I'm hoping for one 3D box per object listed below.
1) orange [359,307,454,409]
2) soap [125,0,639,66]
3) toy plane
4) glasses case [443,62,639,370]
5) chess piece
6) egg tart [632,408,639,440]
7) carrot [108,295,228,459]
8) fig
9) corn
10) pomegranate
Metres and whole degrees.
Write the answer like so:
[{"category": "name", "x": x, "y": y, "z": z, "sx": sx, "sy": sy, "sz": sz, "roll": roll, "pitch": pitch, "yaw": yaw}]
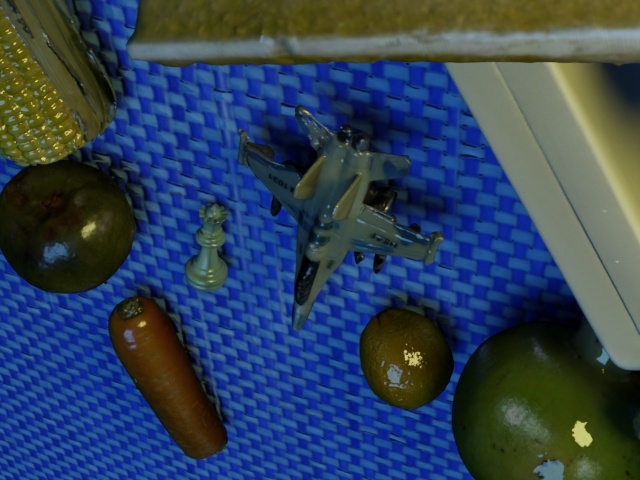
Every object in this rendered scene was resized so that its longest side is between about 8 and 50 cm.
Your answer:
[{"category": "orange", "x": 0.076, "y": 0.105, "z": 1.084, "sx": 0.085, "sy": 0.085, "sz": 0.095, "roll": -15, "pitch": 103, "yaw": 40}, {"category": "soap", "x": 0.080, "y": -0.213, "z": 0.604, "sx": 0.335, "sy": 0.293, "sz": 0.156, "roll": 5, "pitch": 130, "yaw": 28}, {"category": "toy plane", "x": 0.006, "y": -0.008, "z": 1.020, "sx": 0.192, "sy": 0.088, "sz": 0.262, "roll": 29, "pitch": 150, "yaw": 10}, {"category": "glasses case", "x": 0.187, "y": -0.060, "z": 0.814, "sx": 0.070, "sy": 0.131, "sz": 0.312, "roll": -11, "pitch": 125, "yaw": 37}, {"category": "chess piece", "x": -0.104, "y": 0.002, "z": 1.123, "sx": 0.042, "sy": 0.042, "sz": 0.093, "roll": 21, "pitch": 131, "yaw": 11}, {"category": "egg tart", "x": 0.372, "y": 0.136, "z": 0.839, "sx": 0.291, "sy": 0.107, "sz": 0.291, "roll": -3, "pitch": 158, "yaw": -1}, {"category": "carrot", "x": -0.165, "y": 0.145, "z": 1.279, "sx": 0.067, "sy": 0.067, "sz": 0.225, "roll": 1, "pitch": 133, "yaw": 30}, {"category": "fig", "x": -0.238, "y": 0.013, "z": 1.148, "sx": 0.133, "sy": 0.126, "sz": 0.184, "roll": 5, "pitch": 131, "yaw": 8}, {"category": "corn", "x": -0.272, "y": -0.194, "z": 0.975, "sx": 0.123, "sy": 0.122, "sz": 0.305, "roll": -26, "pitch": 128, "yaw": -5}, {"category": "pomegranate", "x": 0.195, "y": 0.128, "z": 0.984, "sx": 0.179, "sy": 0.179, "sz": 0.210, "roll": 4, "pitch": 106, "yaw": 28}]
